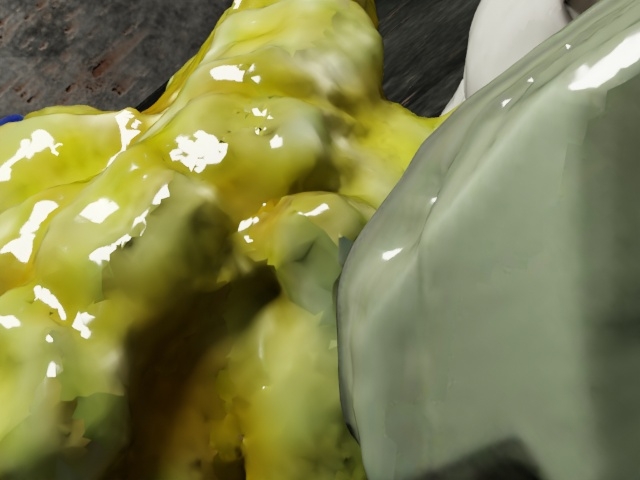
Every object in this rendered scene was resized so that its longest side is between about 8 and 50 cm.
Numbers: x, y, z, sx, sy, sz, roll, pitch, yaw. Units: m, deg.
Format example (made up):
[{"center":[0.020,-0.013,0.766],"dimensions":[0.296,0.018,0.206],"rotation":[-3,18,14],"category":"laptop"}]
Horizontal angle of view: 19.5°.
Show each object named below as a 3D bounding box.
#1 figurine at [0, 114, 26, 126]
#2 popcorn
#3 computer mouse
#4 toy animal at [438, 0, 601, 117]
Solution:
[{"center":[-0.051,0.011,0.954],"dimensions":[0.133,0.274,0.194],"rotation":[-25,31,39],"category":"figurine"},{"center":[-0.025,0.060,0.701],"dimensions":[0.274,0.279,0.335],"rotation":[-35,4,40],"category":"popcorn"},{"center":[0.205,-0.019,0.506],"dimensions":[0.429,0.228,0.145],"rotation":[-32,6,21],"category":"computer mouse"},{"center":[0.137,-0.048,0.884],"dimensions":[0.258,0.194,0.357],"rotation":[-62,6,-15],"category":"toy animal"}]
